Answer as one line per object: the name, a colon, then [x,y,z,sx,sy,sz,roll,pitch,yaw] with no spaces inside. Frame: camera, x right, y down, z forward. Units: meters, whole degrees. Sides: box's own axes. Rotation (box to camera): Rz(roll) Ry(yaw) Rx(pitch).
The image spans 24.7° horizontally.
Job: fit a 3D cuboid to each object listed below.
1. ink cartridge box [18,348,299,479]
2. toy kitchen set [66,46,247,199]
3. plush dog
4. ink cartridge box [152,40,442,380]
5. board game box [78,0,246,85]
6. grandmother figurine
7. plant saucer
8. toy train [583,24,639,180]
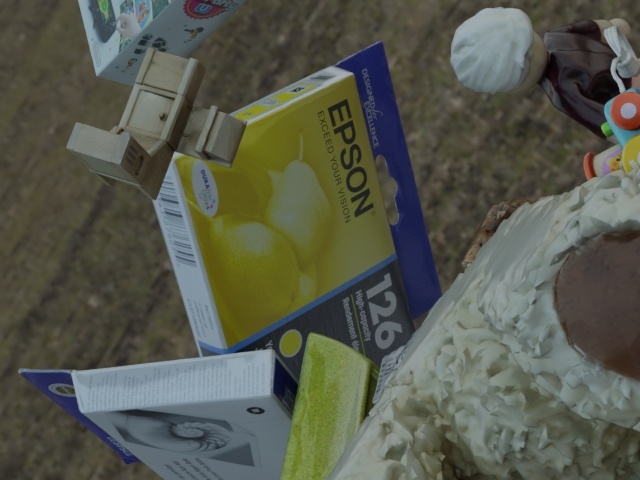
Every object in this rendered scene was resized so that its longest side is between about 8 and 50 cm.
ink cartridge box: [-0.108,0.161,1.221,0.224,0.223,0.045,-6,61,18]
toy kitchen set: [-0.086,-0.069,0.821,0.075,0.068,0.083,54,-126,-73]
plush dog: [0.146,0.089,0.603,0.262,0.225,0.210,-55,1,29]
ink cartridge box: [0.000,0.000,1.413,0.307,0.303,0.072,-28,25,-30]
board game box: [-0.169,-0.358,1.743,0.303,0.097,0.224,-37,58,34]
grandmother figurine: [0.293,-0.154,1.474,0.208,0.342,0.104,-100,28,-56]
plant saucer: [0.051,0.185,1.121,0.045,0.188,0.188,-25,34,30]
toy train: [0.182,-0.027,0.771,0.046,0.166,0.125,-31,29,21]
